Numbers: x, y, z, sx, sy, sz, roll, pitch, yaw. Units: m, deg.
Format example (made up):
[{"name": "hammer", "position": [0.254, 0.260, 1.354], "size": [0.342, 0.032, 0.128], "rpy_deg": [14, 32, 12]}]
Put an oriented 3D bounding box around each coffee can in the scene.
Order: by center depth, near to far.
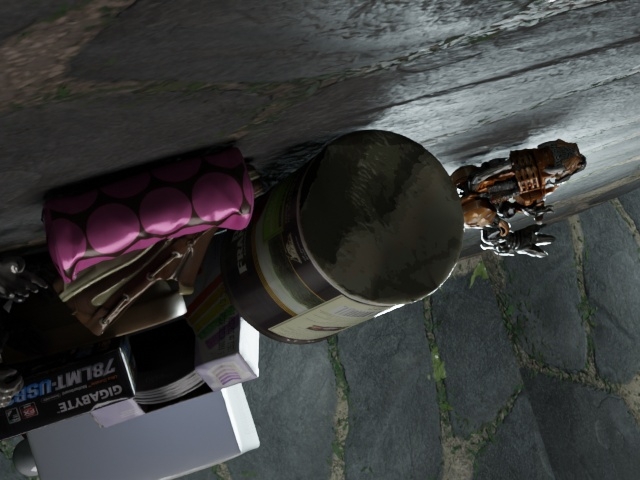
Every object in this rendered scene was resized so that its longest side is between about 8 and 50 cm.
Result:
[{"name": "coffee can", "position": [0.019, 0.003, 1.617], "size": [0.202, 0.201, 0.275], "rpy_deg": [-15, 173, -25]}]

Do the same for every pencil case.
[{"name": "pencil case", "position": [-0.170, -0.025, 1.361], "size": [0.209, 0.095, 0.098], "rpy_deg": [-16, 143, -12]}]

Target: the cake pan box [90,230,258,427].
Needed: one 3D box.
[{"name": "cake pan box", "position": [-0.207, 0.123, 1.925], "size": [0.246, 0.266, 0.070], "rpy_deg": [-20, 131, 17]}]

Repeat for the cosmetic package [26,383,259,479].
[{"name": "cosmetic package", "position": [-0.315, 0.252, 2.339], "size": [0.330, 0.327, 0.393], "rpy_deg": [-17, 173, 0]}]

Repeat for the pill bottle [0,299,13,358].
[{"name": "pill bottle", "position": [-0.393, 0.140, 2.027], "size": [0.131, 0.130, 0.245], "rpy_deg": [-17, 175, -1]}]

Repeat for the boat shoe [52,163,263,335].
[{"name": "boat shoe", "position": [-0.162, 0.015, 1.497], "size": [0.257, 0.095, 0.095], "rpy_deg": [-32, -178, 9]}]

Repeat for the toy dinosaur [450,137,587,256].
[{"name": "toy dinosaur", "position": [0.257, -0.074, 2.115], "size": [0.322, 0.164, 0.218], "rpy_deg": [0, 168, 29]}]

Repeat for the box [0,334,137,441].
[{"name": "box", "position": [-0.374, 0.189, 1.685], "size": [0.293, 0.073, 0.295], "rpy_deg": [-15, -176, -7]}]

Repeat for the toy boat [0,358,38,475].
[{"name": "toy boat", "position": [-0.576, 0.290, 2.322], "size": [0.268, 0.148, 0.318], "rpy_deg": [-19, 145, 32]}]

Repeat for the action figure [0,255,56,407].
[{"name": "action figure", "position": [-0.366, 0.083, 1.465], "size": [0.141, 0.164, 0.276], "rpy_deg": [19, -171, 13]}]

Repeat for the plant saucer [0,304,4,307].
[{"name": "plant saucer", "position": [-0.635, 0.198, 2.005], "size": [0.401, 0.100, 0.400], "rpy_deg": [-18, 175, -2]}]

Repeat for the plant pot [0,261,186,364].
[{"name": "plant pot", "position": [-0.294, 0.071, 1.709], "size": [0.237, 0.109, 0.237], "rpy_deg": [-15, -178, 1]}]
